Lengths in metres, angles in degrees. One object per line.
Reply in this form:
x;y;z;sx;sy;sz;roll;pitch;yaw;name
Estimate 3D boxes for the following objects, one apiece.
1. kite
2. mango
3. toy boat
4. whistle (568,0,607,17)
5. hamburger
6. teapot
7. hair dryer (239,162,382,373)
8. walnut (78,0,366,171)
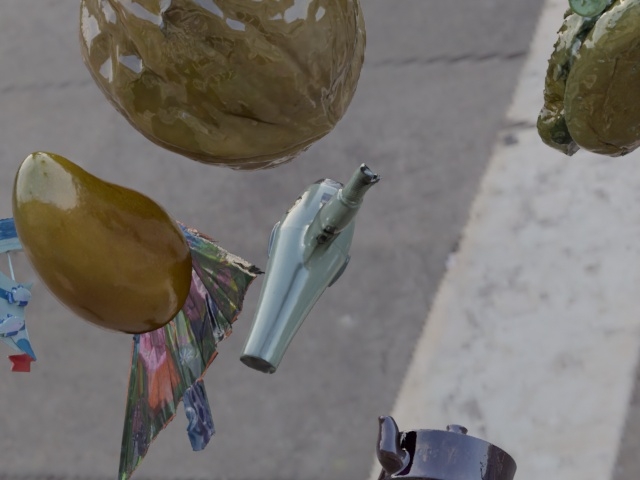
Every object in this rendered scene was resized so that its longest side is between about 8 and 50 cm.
-0.122;0.070;1.432;0.016;0.321;0.234;4;51;-29;kite
-0.153;0.005;1.271;0.084;0.184;0.102;1;65;27;mango
-0.307;0.047;1.694;0.034;0.105;0.149;-10;70;37;toy boat
0.186;-0.280;1.432;0.105;0.227;0.085;-44;-16;26;whistle
0.351;-0.212;1.913;0.134;0.285;0.265;28;51;21;hamburger
0.064;0.111;0.858;0.068;0.100;0.045;-17;51;49;teapot
-0.017;0.033;1.902;0.229;0.092;0.267;-65;4;-6;hair dryer
-0.067;-0.160;1.351;0.228;0.228;0.228;-13;34;9;walnut
